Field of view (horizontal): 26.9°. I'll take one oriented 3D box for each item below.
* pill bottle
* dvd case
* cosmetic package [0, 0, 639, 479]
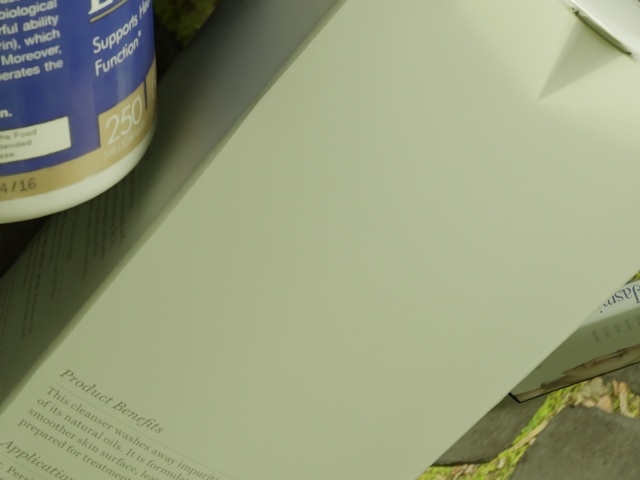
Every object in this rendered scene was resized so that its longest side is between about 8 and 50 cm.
[{"bbox_3d":[-0.149,-0.151,0.558,0.153,0.153,0.264,-20,134,-25],"label":"pill bottle"},{"bbox_3d":[0.253,0.064,1.039,0.253,0.022,0.180,-21,157,12],"label":"dvd case"},{"bbox_3d":[0.000,0.000,0.698,0.217,0.156,0.385,34,112,-25],"label":"cosmetic package"}]
